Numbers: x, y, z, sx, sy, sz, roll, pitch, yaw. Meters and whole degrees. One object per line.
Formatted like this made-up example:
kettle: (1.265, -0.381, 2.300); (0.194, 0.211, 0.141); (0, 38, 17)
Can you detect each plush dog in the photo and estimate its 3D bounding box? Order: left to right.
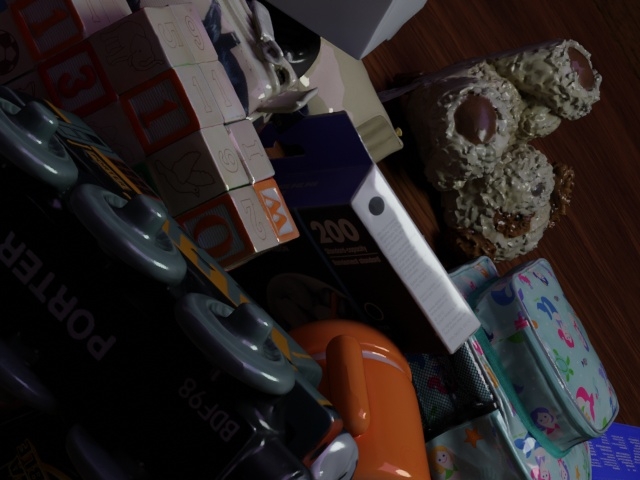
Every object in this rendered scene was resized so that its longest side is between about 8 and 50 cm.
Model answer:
plush dog: (0.181, -0.083, 2.176); (0.262, 0.211, 0.225); (-29, 110, -43)

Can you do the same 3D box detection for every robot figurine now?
robot figurine: (0.015, 0.153, 1.499); (0.158, 0.128, 0.219); (40, 32, -45)

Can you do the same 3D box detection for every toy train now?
toy train: (-0.114, 0.038, 1.125); (0.334, 0.142, 0.190); (43, 11, 20)

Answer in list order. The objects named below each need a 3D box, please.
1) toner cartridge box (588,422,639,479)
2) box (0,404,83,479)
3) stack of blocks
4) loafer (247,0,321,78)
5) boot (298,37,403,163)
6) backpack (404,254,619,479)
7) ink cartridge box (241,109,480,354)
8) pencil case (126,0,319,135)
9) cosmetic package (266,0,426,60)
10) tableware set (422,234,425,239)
toner cartridge box: (0.301, 0.281, 2.133); (0.348, 0.075, 0.165); (19, 50, -63)
box: (-0.075, 0.226, 1.257); (0.322, 0.079, 0.257); (64, 19, -2)
stack of blocks: (-0.159, -0.097, 1.291); (0.297, 0.171, 0.087); (65, 20, 1)
loafer: (-0.104, -0.218, 1.689); (0.134, 0.130, 0.366); (14, 34, -22)
boot: (0.012, -0.171, 1.912); (0.203, 0.095, 0.262); (60, 22, -11)
backpack: (0.161, 0.144, 1.804); (0.253, 0.191, 0.225); (71, 19, 1)
ink cartridge box: (0.000, 0.000, 1.554); (0.045, 0.206, 0.208); (-43, 112, -29)
pencil case: (-0.161, -0.237, 1.435); (0.410, 0.183, 0.160); (63, 21, -3)
cosmetic package: (-0.058, -0.319, 1.589); (0.365, 0.155, 0.197); (32, 25, 3)
tableware set: (0.102, 0.039, 1.996); (0.154, 0.024, 0.104); (32, 38, -57)
